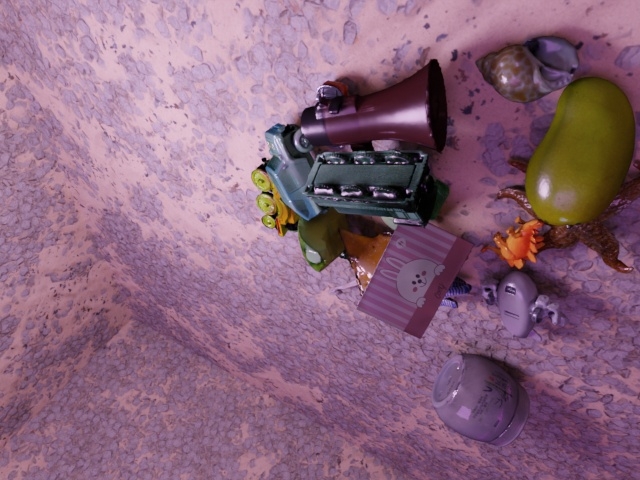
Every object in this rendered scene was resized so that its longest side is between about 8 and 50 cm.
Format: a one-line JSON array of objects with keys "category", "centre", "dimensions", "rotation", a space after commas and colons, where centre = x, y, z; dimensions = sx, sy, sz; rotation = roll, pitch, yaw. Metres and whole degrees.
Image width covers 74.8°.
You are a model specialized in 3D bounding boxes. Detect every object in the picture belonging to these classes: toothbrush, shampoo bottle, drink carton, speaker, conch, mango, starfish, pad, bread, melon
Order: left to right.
[{"category": "melon", "centre": [0.000, 0.000, 1.274], "dimensions": [0.124, 0.323, 0.196], "rotation": [-19, 101, 23]}, {"category": "toothbrush", "centre": [0.105, 0.172, 1.577], "dimensions": [0.029, 0.025, 0.307], "rotation": [36, 153, -12]}, {"category": "speaker", "centre": [0.145, -0.281, 1.010], "dimensions": [0.329, 0.259, 0.199], "rotation": [-2, 84, 34]}, {"category": "bread", "centre": [0.237, 0.023, 1.248], "dimensions": [0.315, 0.248, 0.279], "rotation": [-33, 67, 12]}, {"category": "drink carton", "centre": [0.242, -0.103, 1.152], "dimensions": [0.144, 0.146, 0.142], "rotation": [36, 150, 1]}, {"category": "pad", "centre": [0.243, 0.099, 1.101], "dimensions": [0.202, 0.005, 0.300], "rotation": [25, 107, 0]}, {"category": "shampoo bottle", "centre": [0.552, 0.552, 1.463], "dimensions": [0.266, 0.273, 0.273], "rotation": [28, 141, 1]}, {"category": "conch", "centre": [0.405, -0.331, 0.825], "dimensions": [0.172, 0.106, 0.116], "rotation": [-10, 102, 21]}, {"category": "starfish", "centre": [0.588, -0.060, 0.965], "dimensions": [0.375, 0.094, 0.327], "rotation": [50, 142, -8]}, {"category": "mango", "centre": [0.517, -0.169, 0.835], "dimensions": [0.175, 0.143, 0.294], "rotation": [13, 107, 20]}]

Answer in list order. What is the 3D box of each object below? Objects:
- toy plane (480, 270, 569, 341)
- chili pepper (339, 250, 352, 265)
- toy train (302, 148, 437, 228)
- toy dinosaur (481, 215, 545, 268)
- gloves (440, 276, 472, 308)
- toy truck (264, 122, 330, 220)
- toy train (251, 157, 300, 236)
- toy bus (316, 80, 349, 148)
[{"category": "toy plane", "centre": [0.576, 0.189, 1.205], "dimensions": [0.252, 0.118, 0.252], "rotation": [39, 153, 24]}, {"category": "chili pepper", "centre": [0.145, 0.074, 1.457], "dimensions": [0.224, 0.061, 0.098], "rotation": [36, 141, 3]}, {"category": "toy train", "centre": [0.123, -0.119, 0.999], "dimensions": [0.329, 0.139, 0.178], "rotation": [8, 160, 38]}, {"category": "toy dinosaur", "centre": [0.500, 0.018, 1.069], "dimensions": [0.117, 0.070, 0.288], "rotation": [43, 163, 12]}, {"category": "gloves", "centre": [0.371, 0.156, 1.334], "dimensions": [0.228, 0.097, 0.119], "rotation": [-9, 86, 45]}, {"category": "toy truck", "centre": [-0.064, -0.204, 1.219], "dimensions": [0.279, 0.156, 0.155], "rotation": [61, 170, -28]}, {"category": "toy train", "centre": [-0.134, -0.140, 1.419], "dimensions": [0.160, 0.101, 0.297], "rotation": [15, 137, 23]}, {"category": "toy bus", "centre": [0.038, -0.337, 1.108], "dimensions": [0.079, 0.077, 0.174], "rotation": [18, 137, 22]}]
